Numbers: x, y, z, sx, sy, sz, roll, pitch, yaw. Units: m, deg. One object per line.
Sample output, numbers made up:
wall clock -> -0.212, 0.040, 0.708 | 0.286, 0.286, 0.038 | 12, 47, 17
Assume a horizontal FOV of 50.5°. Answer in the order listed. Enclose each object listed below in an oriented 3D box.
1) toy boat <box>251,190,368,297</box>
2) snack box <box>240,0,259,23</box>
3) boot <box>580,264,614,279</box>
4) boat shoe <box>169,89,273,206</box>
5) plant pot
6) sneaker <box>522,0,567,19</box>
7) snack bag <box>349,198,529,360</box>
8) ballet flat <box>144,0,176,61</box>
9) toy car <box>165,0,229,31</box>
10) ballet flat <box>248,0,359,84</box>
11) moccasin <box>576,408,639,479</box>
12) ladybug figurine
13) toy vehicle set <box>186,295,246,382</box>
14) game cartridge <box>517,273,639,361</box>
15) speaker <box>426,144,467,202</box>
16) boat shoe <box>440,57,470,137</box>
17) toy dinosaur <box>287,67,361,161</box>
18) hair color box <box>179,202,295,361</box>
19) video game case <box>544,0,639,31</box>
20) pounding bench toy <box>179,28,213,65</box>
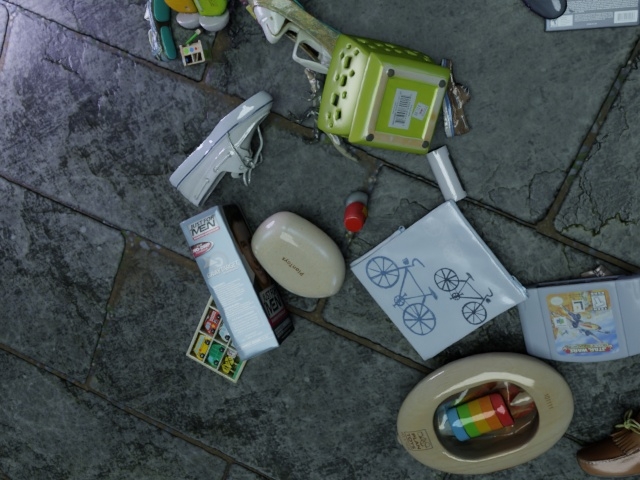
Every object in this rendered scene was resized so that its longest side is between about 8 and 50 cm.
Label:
toy boat -> 0.000, 0.000, 1.713 | 0.318, 0.148, 0.267 | -37, 106, 24
snack box -> -0.133, -0.586, 1.639 | 0.100, 0.037, 0.141 | -40, 93, 19
boot -> 0.651, 0.114, 1.629 | 0.118, 0.042, 0.087 | -35, 86, 23
boat shoe -> -0.218, -0.208, 1.711 | 0.367, 0.136, 0.156 | -41, 92, 23
plant pot -> 0.146, -0.314, 1.507 | 0.227, 0.207, 0.228 | 6, 111, -22
sneaker -> 0.439, -0.566, 1.452 | 0.083, 0.098, 0.223 | -38, 85, 33
snack bag -> 0.288, 0.097, 1.695 | 0.342, 0.037, 0.323 | -38, 91, 28
ballet flat -> -0.413, -0.545, 1.711 | 0.070, 0.070, 0.188 | -3, 100, 15
toy car -> -0.286, -0.599, 1.625 | 0.182, 0.136, 0.159 | 16, 150, 30
ballet flat -> -0.056, -0.482, 1.570 | 0.349, 0.123, 0.123 | 33, 111, -12
moccasin -> 0.797, 0.460, 1.626 | 0.380, 0.139, 0.147 | -25, 96, 19
ladybug figurine -> 0.401, 0.421, 1.704 | 0.449, 0.162, 0.305 | -20, 99, 18
toy vehicle set -> -0.253, 0.248, 1.891 | 0.166, 0.035, 0.266 | 27, 109, 6
game cartridge -> 0.624, 0.189, 1.606 | 0.297, 0.062, 0.198 | -10, 96, 31
speaker -> 0.302, -0.160, 1.633 | 0.055, 0.055, 0.136 | -23, 97, 19
boat shoe -> 0.315, -0.335, 1.583 | 0.066, 0.066, 0.183 | -6, 113, 11
toy dinosaur -> -0.006, -0.296, 1.675 | 0.118, 0.064, 0.268 | -22, 101, 12
hair color box -> -0.205, 0.098, 1.733 | 0.114, 0.185, 0.374 | -24, 91, 11
video game case -> 0.588, -0.598, 1.460 | 0.196, 0.026, 0.274 | 0, 104, 14
pounding bench toy -> -0.318, -0.485, 1.705 | 0.065, 0.052, 0.083 | -8, 102, 17
